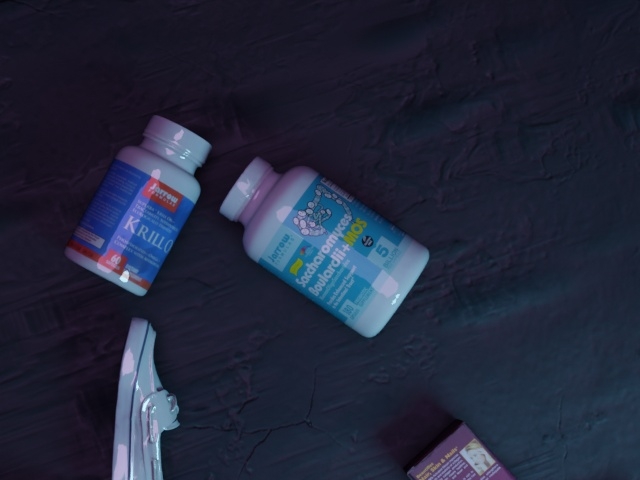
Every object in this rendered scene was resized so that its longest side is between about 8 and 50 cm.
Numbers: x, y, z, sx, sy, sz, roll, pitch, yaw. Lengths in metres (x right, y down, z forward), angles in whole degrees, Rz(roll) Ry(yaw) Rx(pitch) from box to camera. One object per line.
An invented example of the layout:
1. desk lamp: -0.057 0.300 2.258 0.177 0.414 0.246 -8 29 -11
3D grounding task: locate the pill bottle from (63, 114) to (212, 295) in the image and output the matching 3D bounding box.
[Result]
1. pill bottle: -0.235 -0.049 1.864 0.124 0.124 0.221 27 85 1

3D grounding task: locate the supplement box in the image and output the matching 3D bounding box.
1. supplement box: 0.209 0.339 1.865 0.104 0.081 0.188 -42 88 -4

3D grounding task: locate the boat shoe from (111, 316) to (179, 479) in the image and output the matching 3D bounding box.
1. boat shoe: -0.227 0.230 1.865 0.084 0.095 0.258 4 95 -5

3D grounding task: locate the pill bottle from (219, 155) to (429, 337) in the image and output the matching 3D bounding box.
1. pill bottle: 0.000 0.000 1.856 0.264 0.146 0.146 34 85 2
